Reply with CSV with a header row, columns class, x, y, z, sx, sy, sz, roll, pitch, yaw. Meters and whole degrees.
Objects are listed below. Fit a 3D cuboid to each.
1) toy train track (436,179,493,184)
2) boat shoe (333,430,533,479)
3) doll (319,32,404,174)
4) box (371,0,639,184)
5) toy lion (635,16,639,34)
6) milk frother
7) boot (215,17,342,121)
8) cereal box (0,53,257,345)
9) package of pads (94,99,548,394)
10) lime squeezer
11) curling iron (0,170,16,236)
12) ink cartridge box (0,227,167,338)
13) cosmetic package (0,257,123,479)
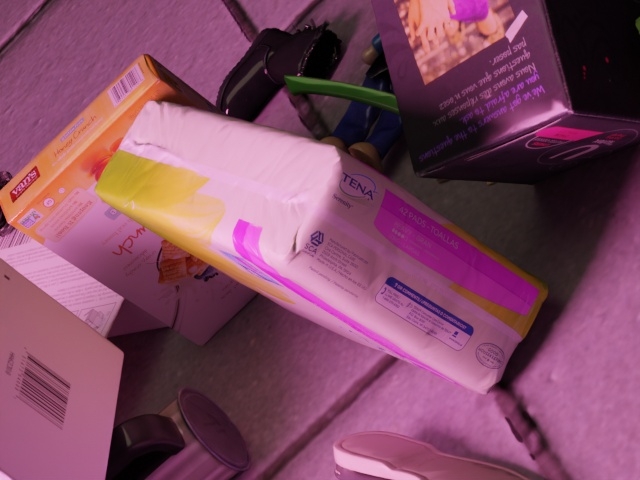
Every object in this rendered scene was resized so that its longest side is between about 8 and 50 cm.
class,x,y,z,sx,sy,sz,roll,pitch,yaw
toy train track,0.124,-0.063,1.481,0.083,0.014,0.048,-18,44,40
boat shoe,0.085,0.186,1.256,0.206,0.075,0.065,17,114,50
doll,0.076,-0.144,1.590,0.129,0.046,0.189,14,67,43
box,0.136,-0.190,1.348,0.143,0.165,0.270,-21,77,37
toy lion,0.257,-0.116,1.296,0.034,0.096,0.100,-38,35,18
milk frother,-0.120,0.211,1.442,0.135,0.129,0.143,-41,77,14
boot,-0.038,-0.153,1.741,0.099,0.045,0.121,10,65,50
cereal box,-0.121,-0.028,1.529,0.173,0.240,0.047,-43,42,12
package of pads,0.000,0.000,1.368,0.296,0.229,0.101,20,80,56
lime squeezer,0.125,-0.147,1.503,0.310,0.059,0.110,-25,64,21
curling iron,-0.365,0.044,1.823,0.068,0.035,0.274,5,60,54
ink cartridge box,-0.253,0.076,1.744,0.296,0.066,0.261,-12,48,45
cosmetic package,-0.276,0.176,1.389,0.225,0.138,0.224,-40,24,22
